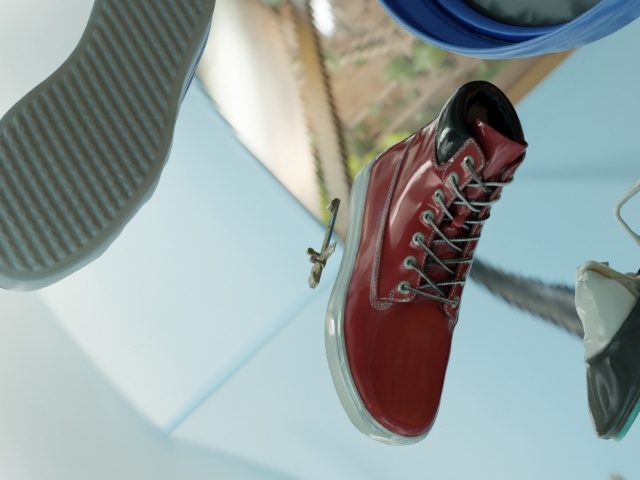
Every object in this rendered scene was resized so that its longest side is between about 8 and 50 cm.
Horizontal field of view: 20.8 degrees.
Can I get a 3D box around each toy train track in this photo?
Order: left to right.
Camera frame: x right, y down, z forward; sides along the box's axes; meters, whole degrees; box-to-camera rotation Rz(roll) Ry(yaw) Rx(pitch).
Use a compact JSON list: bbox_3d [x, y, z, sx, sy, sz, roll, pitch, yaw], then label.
[{"bbox_3d":[0.000,0.000,1.336,0.014,0.048,0.083,25,-128,-12],"label":"toy train track"}]

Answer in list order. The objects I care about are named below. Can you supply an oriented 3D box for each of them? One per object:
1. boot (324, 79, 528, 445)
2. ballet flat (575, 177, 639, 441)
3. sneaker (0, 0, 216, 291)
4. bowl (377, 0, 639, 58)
[{"bbox_3d":[0.083,0.012,1.231,0.088,0.176,0.244,18,-122,-23],"label":"boot"},{"bbox_3d":[0.261,0.019,1.377,0.096,0.280,0.095,29,-177,1],"label":"ballet flat"},{"bbox_3d":[-0.151,-0.054,1.147,0.102,0.161,0.282,29,-125,-2],"label":"sneaker"},{"bbox_3d":[0.176,-0.336,1.388,0.077,0.391,0.391,6,-135,-44],"label":"bowl"}]
